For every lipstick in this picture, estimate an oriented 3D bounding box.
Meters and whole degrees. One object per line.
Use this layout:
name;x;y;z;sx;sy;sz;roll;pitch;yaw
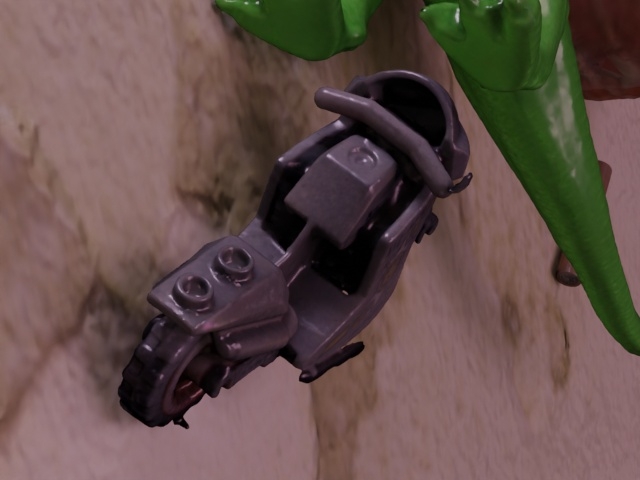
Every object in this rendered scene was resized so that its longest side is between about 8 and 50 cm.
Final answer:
lipstick;0.174;-0.012;1.019;0.019;0.019;0.094;53;47;-42

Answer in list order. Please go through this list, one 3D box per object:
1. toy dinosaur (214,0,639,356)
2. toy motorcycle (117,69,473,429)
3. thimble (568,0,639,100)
toy dinosaur;0.091;-0.189;0.838;0.500;0.144;0.374;46;43;-49
toy motorcycle;0.000;0.000;0.666;0.215;0.080;0.122;-36;155;-43
thimble;0.217;-0.201;0.961;0.239;0.162;0.239;6;82;-57
